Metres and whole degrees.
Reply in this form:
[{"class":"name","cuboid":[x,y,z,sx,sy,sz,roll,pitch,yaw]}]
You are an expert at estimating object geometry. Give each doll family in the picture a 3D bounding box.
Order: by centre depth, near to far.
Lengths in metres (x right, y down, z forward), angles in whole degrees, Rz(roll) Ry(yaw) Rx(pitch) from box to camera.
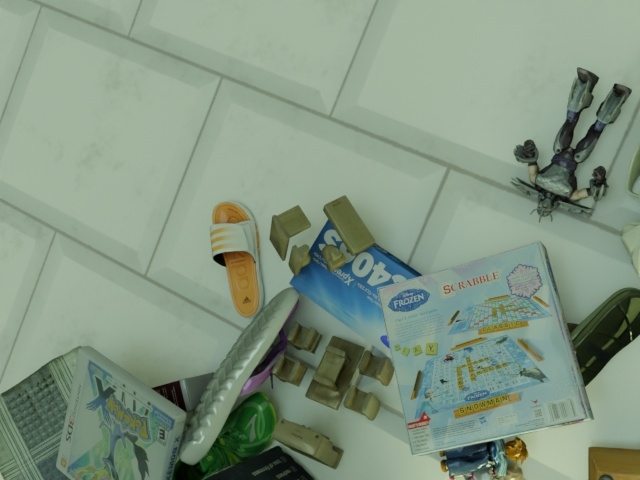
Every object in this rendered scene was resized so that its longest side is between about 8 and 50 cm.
[{"class":"doll family","cuboid":[0.299,0.370,1.542,0.163,0.118,0.262,-15,81,21]}]

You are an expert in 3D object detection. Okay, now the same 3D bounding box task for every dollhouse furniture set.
[{"class":"dollhouse furniture set","cuboid":[0.000,0.000,1.656,0.151,0.123,0.144,-27,74,-17]},{"class":"dollhouse furniture set","cuboid":[0.015,0.322,1.681,0.212,0.161,0.242,19,73,22]}]

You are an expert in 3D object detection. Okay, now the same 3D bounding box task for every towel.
[{"class":"towel","cuboid":[-0.606,0.449,1.913,0.312,0.056,0.324,-31,79,-1]}]

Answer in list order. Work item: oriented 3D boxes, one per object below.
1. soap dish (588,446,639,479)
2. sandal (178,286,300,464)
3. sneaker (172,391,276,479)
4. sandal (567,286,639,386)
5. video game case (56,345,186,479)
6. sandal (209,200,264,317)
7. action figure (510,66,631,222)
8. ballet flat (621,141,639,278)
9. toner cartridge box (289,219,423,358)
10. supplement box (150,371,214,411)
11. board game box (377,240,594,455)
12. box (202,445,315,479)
[{"class":"soap dish","cuboid":[0.579,0.513,1.418,0.229,0.118,0.290,-1,88,23]},{"class":"sandal","cuboid":[-0.150,0.284,1.706,0.102,0.169,0.416,37,79,-15]},{"class":"sneaker","cuboid":[-0.207,0.442,1.750,0.295,0.123,0.109,-46,72,14]},{"class":"sandal","cuboid":[0.466,0.190,1.500,0.303,0.120,0.086,-42,30,14]},{"class":"video game case","cuboid":[-0.429,0.424,1.733,0.329,0.036,0.299,24,107,34]},{"class":"sandal","cuboid":[-0.184,0.037,1.785,0.102,0.076,0.265,-18,81,21]},{"class":"action figure","cuboid":[0.458,-0.165,1.515,0.185,0.099,0.284,25,101,13]},{"class":"ballet flat","cuboid":[0.599,-0.053,1.446,0.139,0.139,0.400,8,86,23]},{"class":"toner cartridge box","cuboid":[0.121,0.115,1.654,0.348,0.075,0.165,34,101,21]},{"class":"supplement box","cuboid":[-0.356,0.358,1.815,0.240,0.130,0.073,-19,81,20]},{"class":"board game box","cuboid":[0.285,0.197,1.475,0.319,0.066,0.317,-17,71,22]},{"class":"box","cuboid":[-0.087,0.678,1.496,0.472,0.480,0.297,37,103,21]}]
